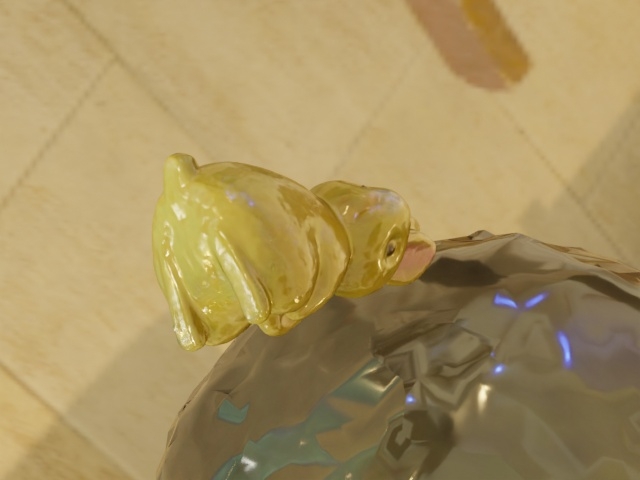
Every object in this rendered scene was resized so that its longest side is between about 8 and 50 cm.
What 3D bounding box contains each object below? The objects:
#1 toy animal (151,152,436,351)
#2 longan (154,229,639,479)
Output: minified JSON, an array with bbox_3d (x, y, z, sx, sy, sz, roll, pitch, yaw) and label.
[{"bbox_3d":[0.000,-0.004,0.822,0.159,0.070,0.083,-7,77,-45],"label":"toy animal"},{"bbox_3d":[0.094,0.177,1.110,0.391,0.391,0.391,-5,99,-38],"label":"longan"}]
